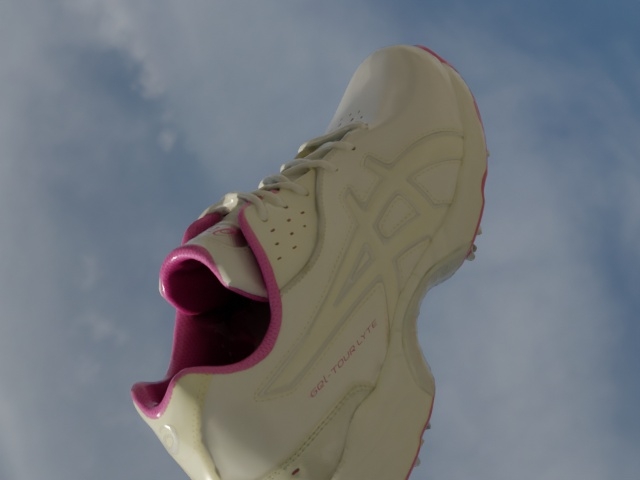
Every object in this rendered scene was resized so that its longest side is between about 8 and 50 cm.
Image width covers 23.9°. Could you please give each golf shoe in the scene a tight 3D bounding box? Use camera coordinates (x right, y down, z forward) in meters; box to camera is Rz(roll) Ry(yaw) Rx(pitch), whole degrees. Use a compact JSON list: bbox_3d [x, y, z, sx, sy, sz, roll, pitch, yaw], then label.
[{"bbox_3d":[0.000,0.000,0.764,0.140,0.115,0.306,35,-130,-26],"label":"golf shoe"}]
